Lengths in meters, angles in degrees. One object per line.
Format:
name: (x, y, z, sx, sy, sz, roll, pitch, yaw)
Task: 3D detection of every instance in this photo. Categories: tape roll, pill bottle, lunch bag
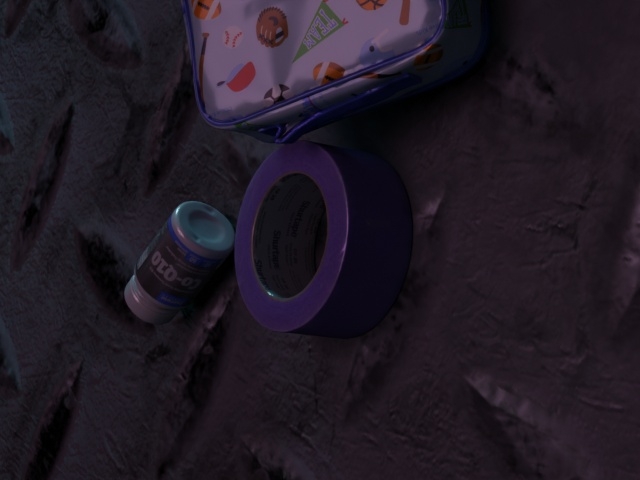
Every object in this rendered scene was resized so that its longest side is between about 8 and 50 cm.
tape roll: (0.000, 0.000, 1.590, 0.189, 0.080, 0.189, -15, 71, 52)
pill bottle: (-0.158, 0.027, 1.799, 0.137, 0.078, 0.078, -51, 46, 36)
lunch bag: (0.004, -0.223, 1.538, 0.303, 0.115, 0.243, -19, 75, 31)
